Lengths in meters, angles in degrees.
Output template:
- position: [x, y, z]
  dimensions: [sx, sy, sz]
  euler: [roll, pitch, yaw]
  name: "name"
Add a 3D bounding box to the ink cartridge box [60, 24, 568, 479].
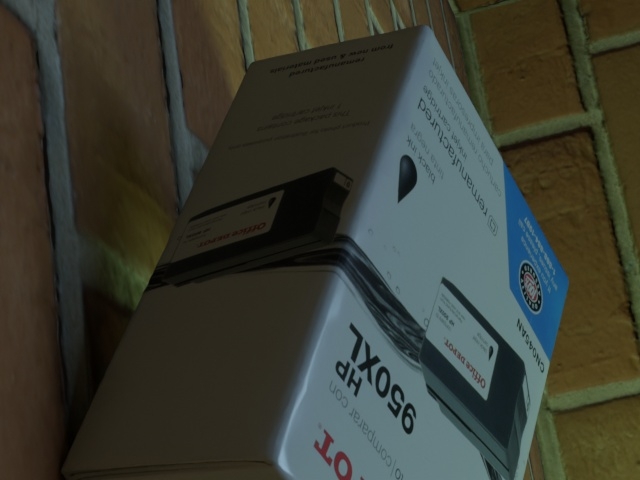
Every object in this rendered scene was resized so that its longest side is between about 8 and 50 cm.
- position: [0.021, 0.090, 1.103]
  dimensions: [0.285, 0.166, 0.395]
  euler: [56, 39, -35]
  name: "ink cartridge box"
